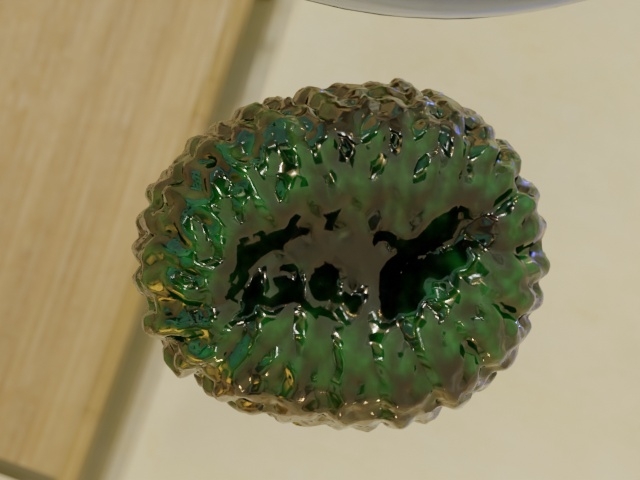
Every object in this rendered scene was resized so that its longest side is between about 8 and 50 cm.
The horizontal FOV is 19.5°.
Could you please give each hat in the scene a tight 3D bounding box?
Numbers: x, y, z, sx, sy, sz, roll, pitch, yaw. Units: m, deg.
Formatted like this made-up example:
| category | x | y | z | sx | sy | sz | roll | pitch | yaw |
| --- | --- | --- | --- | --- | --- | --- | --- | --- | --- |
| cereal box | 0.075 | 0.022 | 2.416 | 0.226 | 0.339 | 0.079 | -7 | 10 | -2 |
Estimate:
| category | x | y | z | sx | sy | sz | roll | pitch | yaw |
| --- | --- | --- | --- | --- | --- | --- | --- | --- | --- |
| hat | 0.000 | 0.000 | 1.327 | 0.332 | 0.274 | 0.242 | -157 | -104 | -80 |

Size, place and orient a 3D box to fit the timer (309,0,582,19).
| category | x | y | z | sx | sy | sz | roll | pitch | yaw |
| --- | --- | --- | --- | --- | --- | --- | --- | --- | --- |
| timer | 0.010 | -0.214 | 0.305 | 0.395 | 0.173 | 0.395 | -25 | 131 | -32 |
